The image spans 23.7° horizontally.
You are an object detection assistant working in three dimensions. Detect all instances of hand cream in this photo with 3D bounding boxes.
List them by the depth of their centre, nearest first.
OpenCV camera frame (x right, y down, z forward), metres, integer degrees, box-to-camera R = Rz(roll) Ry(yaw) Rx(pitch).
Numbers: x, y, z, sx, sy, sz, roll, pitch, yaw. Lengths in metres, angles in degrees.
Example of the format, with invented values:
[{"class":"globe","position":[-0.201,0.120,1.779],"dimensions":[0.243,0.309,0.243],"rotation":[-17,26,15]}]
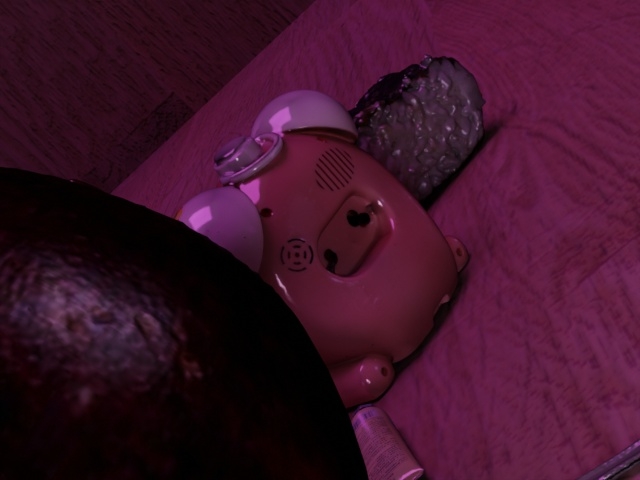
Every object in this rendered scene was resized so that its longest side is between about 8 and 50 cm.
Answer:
[{"class":"hand cream","position":[0.032,0.111,0.783],"dimensions":[0.035,0.022,0.102],"rotation":[-43,17,5]}]

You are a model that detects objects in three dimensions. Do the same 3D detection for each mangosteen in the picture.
[{"class":"mangosteen","position":[-0.139,0.140,0.591],"dimensions":[0.307,0.307,0.347],"rotation":[-28,33,53]}]

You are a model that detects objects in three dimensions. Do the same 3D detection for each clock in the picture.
[{"class":"clock","position":[0.000,0.000,0.919],"dimensions":[0.092,0.162,0.166],"rotation":[-26,22,49]}]

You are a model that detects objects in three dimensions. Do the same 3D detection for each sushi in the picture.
[{"class":"sushi","position":[0.055,-0.069,1.145],"dimensions":[0.150,0.090,0.078],"rotation":[-47,16,-21]}]

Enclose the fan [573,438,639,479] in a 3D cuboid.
[{"class":"fan","position":[0.163,0.051,0.571],"dimensions":[0.220,0.009,0.132],"rotation":[-38,13,25]}]
